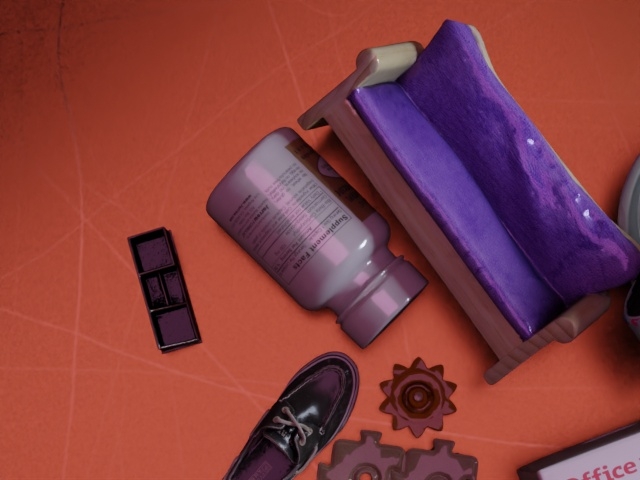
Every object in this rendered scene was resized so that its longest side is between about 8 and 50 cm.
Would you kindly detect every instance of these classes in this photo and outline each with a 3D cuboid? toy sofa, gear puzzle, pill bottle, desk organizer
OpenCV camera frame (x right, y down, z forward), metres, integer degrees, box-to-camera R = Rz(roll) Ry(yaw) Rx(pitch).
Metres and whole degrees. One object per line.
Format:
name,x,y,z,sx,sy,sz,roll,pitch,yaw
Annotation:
toy sofa,0.161,-0.049,1.800,0.177,0.150,0.362,-38,83,25
gear puzzle,0.079,0.292,1.850,0.175,0.044,0.339,6,81,4
pill bottle,0.000,0.000,1.837,0.229,0.131,0.131,45,86,6
desk organizer,-0.170,0.054,1.875,0.047,0.050,0.130,-16,83,-1

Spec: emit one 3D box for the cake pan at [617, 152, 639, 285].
cake pan,0.462,-0.022,1.823,0.293,0.054,0.293,2,104,9

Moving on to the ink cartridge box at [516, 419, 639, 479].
ink cartridge box,0.345,0.324,1.756,0.198,0.197,0.270,-21,83,-1

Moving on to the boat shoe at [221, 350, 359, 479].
boat shoe,-0.033,0.212,1.843,0.078,0.070,0.219,36,85,5

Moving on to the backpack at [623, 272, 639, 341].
backpack,0.435,0.054,1.703,0.253,0.225,0.191,-23,103,26
